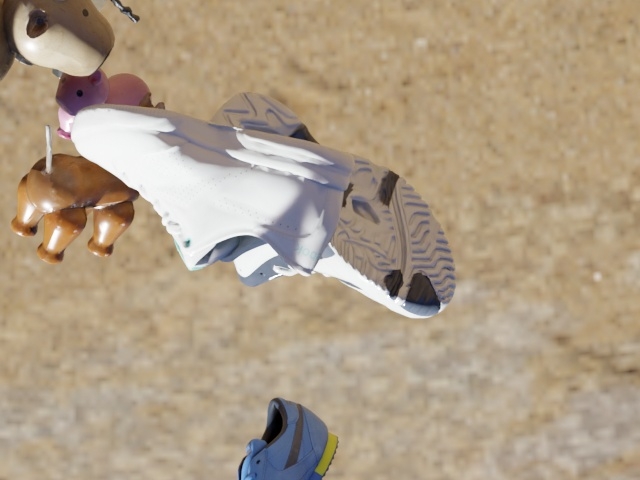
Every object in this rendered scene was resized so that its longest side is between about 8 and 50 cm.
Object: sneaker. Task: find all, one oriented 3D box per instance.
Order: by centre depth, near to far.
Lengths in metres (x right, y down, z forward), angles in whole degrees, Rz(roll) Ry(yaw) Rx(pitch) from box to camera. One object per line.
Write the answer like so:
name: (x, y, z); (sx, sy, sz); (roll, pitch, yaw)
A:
sneaker: (-0.081, -0.030, 1.160); (0.212, 0.094, 0.080); (13, -179, 36)
sneaker: (0.000, 0.000, 1.465); (0.235, 0.094, 0.153); (33, 152, 9)
sneaker: (-0.055, 0.237, 1.679); (0.082, 0.209, 0.069); (40, 142, -21)

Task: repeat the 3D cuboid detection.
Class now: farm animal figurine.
farm animal figurine: (-0.240, -0.150, 1.326); (0.327, 0.330, 0.172); (11, 119, -26)
